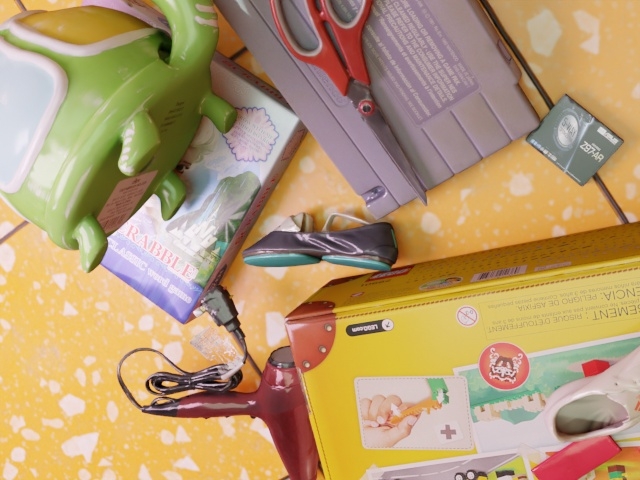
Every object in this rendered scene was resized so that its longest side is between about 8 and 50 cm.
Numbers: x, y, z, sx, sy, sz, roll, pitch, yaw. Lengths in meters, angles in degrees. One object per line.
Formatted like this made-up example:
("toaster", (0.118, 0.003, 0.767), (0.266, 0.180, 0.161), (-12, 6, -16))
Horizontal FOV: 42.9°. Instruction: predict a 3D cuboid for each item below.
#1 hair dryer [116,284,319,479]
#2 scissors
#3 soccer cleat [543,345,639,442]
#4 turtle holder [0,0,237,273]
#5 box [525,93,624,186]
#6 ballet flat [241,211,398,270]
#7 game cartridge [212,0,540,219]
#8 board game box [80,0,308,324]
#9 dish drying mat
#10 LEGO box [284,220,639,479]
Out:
("hair dryer", (-0.098, 0.203, 1.060), (0.293, 0.080, 0.224), (46, 118, -5))
("scissors", (0.033, -0.158, 0.879), (0.109, 0.021, 0.297), (-14, 117, 12))
("soccer cleat", (0.286, 0.124, 0.714), (0.196, 0.076, 0.068), (-35, 89, 21))
("turtle holder", (-0.241, -0.148, 0.859), (0.227, 0.243, 0.320), (38, 142, 6))
("box", (0.281, -0.111, 0.903), (0.083, 0.018, 0.067), (42, 111, 6))
("ballet flat", (0.000, 0.000, 1.000), (0.203, 0.074, 0.074), (1, 102, 24))
("game cartridge", (0.057, -0.216, 0.884), (0.230, 0.068, 0.355), (-31, 110, 17))
("board game box", (-0.217, -0.109, 1.043), (0.319, 0.066, 0.318), (34, 110, 9))
("dish drying mat", (0.245, 0.211, 0.782), (0.083, 0.008, 0.032), (-42, 86, 22))
("LEGO box", (0.256, 0.195, 0.884), (0.500, 0.193, 0.372), (-11, 98, 20))
